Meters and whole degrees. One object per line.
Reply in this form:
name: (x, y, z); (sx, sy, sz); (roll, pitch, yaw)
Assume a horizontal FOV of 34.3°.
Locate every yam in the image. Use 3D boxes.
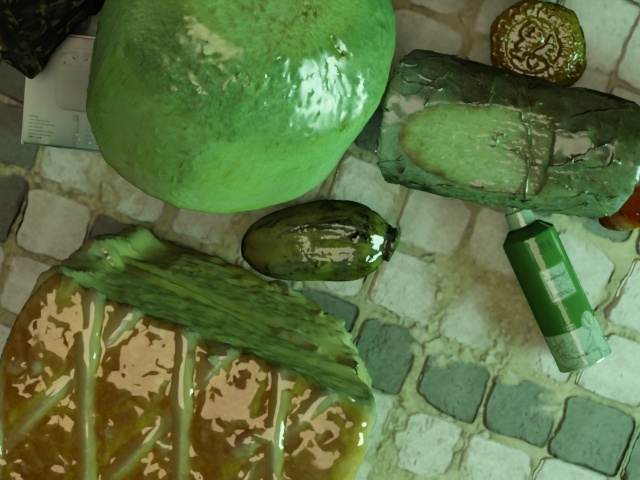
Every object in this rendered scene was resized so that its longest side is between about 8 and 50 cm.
yam: (0.185, -0.104, 1.050); (0.254, 0.154, 0.154); (10, 99, 2)

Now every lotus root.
lotus root: (0.000, 0.000, 1.143); (0.179, 0.080, 0.089); (-1, 100, 12)

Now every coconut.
coconut: (-0.083, -0.174, 1.031); (0.281, 0.328, 0.328); (36, 101, -5)

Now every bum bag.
bum bag: (-0.260, -0.288, 1.106); (0.069, 0.102, 0.248); (36, 81, 28)

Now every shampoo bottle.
shampoo bottle: (0.248, 0.039, 1.125); (0.065, 0.065, 0.204); (-25, 93, 10)

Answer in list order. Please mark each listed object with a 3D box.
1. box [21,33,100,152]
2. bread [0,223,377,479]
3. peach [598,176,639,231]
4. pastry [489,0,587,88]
box: (-0.265, -0.167, 1.173); (0.130, 0.051, 0.129); (7, 98, 6)
bread: (-0.163, 0.225, 1.095); (0.371, 0.279, 0.390); (23, 100, 3)
peach: (0.356, -0.075, 1.079); (0.172, 0.127, 0.092); (-15, 104, 35)
pastry: (0.231, -0.205, 1.098); (0.109, 0.057, 0.097); (28, 106, 6)
